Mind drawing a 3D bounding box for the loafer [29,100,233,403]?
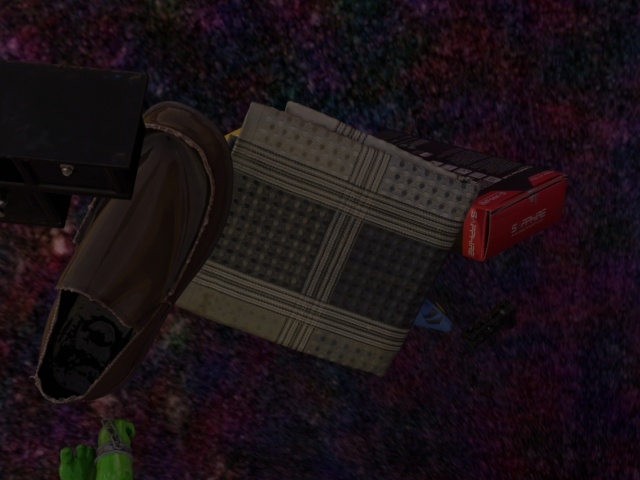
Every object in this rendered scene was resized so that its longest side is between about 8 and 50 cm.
[{"bbox_3d":[-0.198,0.033,1.038,0.133,0.130,0.366,24,110,2],"label":"loafer"}]

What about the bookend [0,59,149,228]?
[{"bbox_3d":[-0.194,-0.055,0.710,0.156,0.157,0.072,6,67,2],"label":"bookend"}]

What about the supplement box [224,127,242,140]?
[{"bbox_3d":[-0.189,-0.089,2.177,0.356,0.195,0.194,-20,53,33],"label":"supplement box"}]

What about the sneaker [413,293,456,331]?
[{"bbox_3d":[0.189,0.139,1.983,0.082,0.209,0.069,-45,42,10],"label":"sneaker"}]

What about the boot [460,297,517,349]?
[{"bbox_3d":[0.292,0.152,1.726,0.099,0.121,0.045,-39,70,-6],"label":"boot"}]

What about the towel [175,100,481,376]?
[{"bbox_3d":[0.000,0.000,1.304,0.324,0.056,0.312,20,111,-9],"label":"towel"}]

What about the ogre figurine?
[{"bbox_3d":[-0.208,0.252,0.827,0.197,0.097,0.118,-37,35,-14],"label":"ogre figurine"}]

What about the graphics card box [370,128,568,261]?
[{"bbox_3d":[0.180,-0.085,1.623,0.371,0.232,0.094,20,120,37],"label":"graphics card box"}]
